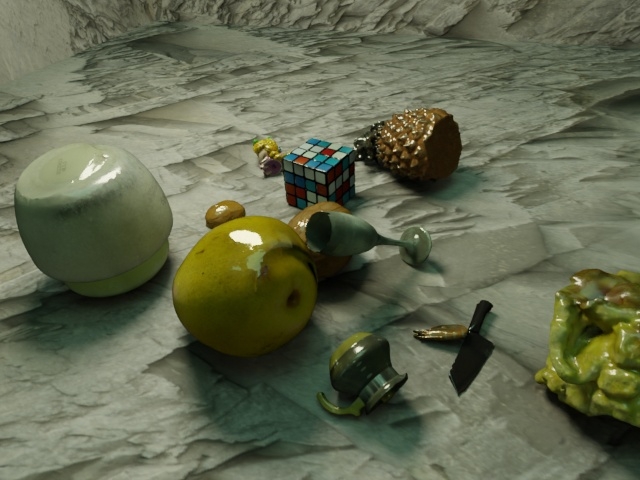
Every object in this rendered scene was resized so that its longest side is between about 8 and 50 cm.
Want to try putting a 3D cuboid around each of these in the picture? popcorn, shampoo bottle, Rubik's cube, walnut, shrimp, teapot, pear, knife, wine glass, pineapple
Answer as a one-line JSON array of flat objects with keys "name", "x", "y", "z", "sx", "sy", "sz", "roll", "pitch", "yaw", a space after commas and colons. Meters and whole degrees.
[{"name": "popcorn", "x": 0.496, "y": 0.185, "z": 0.728, "sx": 0.292, "sy": 0.237, "sz": 0.293, "roll": -2, "pitch": 37, "yaw": 1}, {"name": "shampoo bottle", "x": -0.519, "y": -0.053, "z": 1.047, "sx": 0.322, "sy": 0.317, "sz": 0.322, "roll": -1, "pitch": 40, "yaw": 1}, {"name": "Rubik's cube", "x": -0.002, "y": -0.181, "z": 1.270, "sx": 0.154, "sy": 0.155, "sz": 0.151, "roll": 21, "pitch": 47, "yaw": 27}, {"name": "walnut", "x": -0.272, "y": -0.081, "z": 1.261, "sx": 0.121, "sy": 0.052, "sz": 0.091, "roll": -28, "pitch": 48, "yaw": -22}, {"name": "shrimp", "x": 0.245, "y": 0.186, "z": 0.913, "sx": 0.108, "sy": 0.023, "sz": 0.059, "roll": -5, "pitch": 13, "yaw": 23}, {"name": "teapot", "x": 0.071, "y": 0.248, "z": 0.800, "sx": 0.165, "sy": 0.130, "sz": 0.119, "roll": -45, "pitch": 64, "yaw": 3}, {"name": "walnut", "x": 0.000, "y": 0.000, "z": 1.054, "sx": 0.167, "sy": 0.167, "sz": 0.207, "roll": 21, "pitch": 45, "yaw": 27}, {"name": "pear", "x": -0.164, "y": 0.084, "z": 0.888, "sx": 0.336, "sy": 0.285, "sz": 0.285, "roll": 7, "pitch": 41, "yaw": 22}, {"name": "knife", "x": 0.307, "y": 0.210, "z": 0.884, "sx": 0.060, "sy": 0.028, "sz": 0.230, "roll": 28, "pitch": 51, "yaw": 16}, {"name": "wine glass", "x": 0.152, "y": 0.044, "z": 0.922, "sx": 0.309, "sy": 0.096, "sz": 0.264, "roll": 7, "pitch": 30, "yaw": -40}, {"name": "pineapple", "x": 0.232, "y": -0.293, "z": 1.364, "sx": 0.223, "sy": 0.223, "sz": 0.357, "roll": -36, "pitch": 32, "yaw": -32}]

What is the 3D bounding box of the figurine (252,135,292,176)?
[{"name": "figurine", "x": -0.158, "y": -0.291, "z": 1.461, "sx": 0.114, "sy": 0.095, "sz": 0.156, "roll": -22, "pitch": 46, "yaw": -3}]
